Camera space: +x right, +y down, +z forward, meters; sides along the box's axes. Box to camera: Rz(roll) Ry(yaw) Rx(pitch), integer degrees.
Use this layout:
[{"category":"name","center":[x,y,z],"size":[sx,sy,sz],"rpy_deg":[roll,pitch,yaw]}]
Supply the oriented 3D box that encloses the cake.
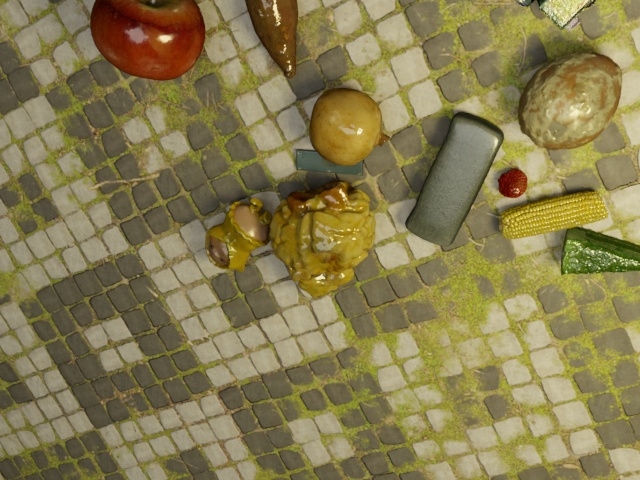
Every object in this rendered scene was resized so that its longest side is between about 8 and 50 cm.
[{"category":"cake","center":[0.676,0.021,1.770],"size":[0.235,0.100,0.099],"rpy_deg":[-2,111,19]}]

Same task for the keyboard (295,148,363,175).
[{"category":"keyboard","center":[0.023,-0.198,1.943],"size":[0.176,0.014,0.055],"rpy_deg":[6,114,16]}]

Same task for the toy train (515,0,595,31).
[{"category":"toy train","center":[0.518,-0.569,1.567],"size":[0.177,0.134,0.261],"rpy_deg":[39,119,-10]}]

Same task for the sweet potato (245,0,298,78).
[{"category":"sweet potato","center":[-0.110,-0.544,1.785],"size":[0.131,0.131,0.336],"rpy_deg":[-16,106,23]}]

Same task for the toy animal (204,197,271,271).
[{"category":"toy animal","center":[-0.213,-0.018,2.032],"size":[0.156,0.156,0.230],"rpy_deg":[46,128,-4]}]

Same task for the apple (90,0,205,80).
[{"category":"apple","center":[-0.413,-0.499,1.833],"size":[0.272,0.251,0.206],"rpy_deg":[16,132,-7]}]

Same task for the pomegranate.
[{"category":"pomegranate","center":[0.070,-0.266,1.817],"size":[0.196,0.196,0.196],"rpy_deg":[7,113,16]}]

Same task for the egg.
[{"category":"egg","center":[0.534,-0.297,1.639],"size":[0.233,0.195,0.195],"rpy_deg":[-39,96,12]}]

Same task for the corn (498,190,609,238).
[{"category":"corn","center":[0.540,-0.060,1.794],"size":[0.249,0.081,0.081],"rpy_deg":[-14,107,24]}]

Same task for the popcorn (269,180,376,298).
[{"category":"popcorn","center":[0.000,0.000,1.925],"size":[0.265,0.225,0.332],"rpy_deg":[12,126,8]}]

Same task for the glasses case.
[{"category":"glasses case","center":[0.318,-0.142,1.836],"size":[0.131,0.074,0.323],"rpy_deg":[25,117,6]}]

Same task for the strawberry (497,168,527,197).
[{"category":"strawberry","center":[0.451,-0.130,1.795],"size":[0.073,0.083,0.073],"rpy_deg":[3,108,9]}]
